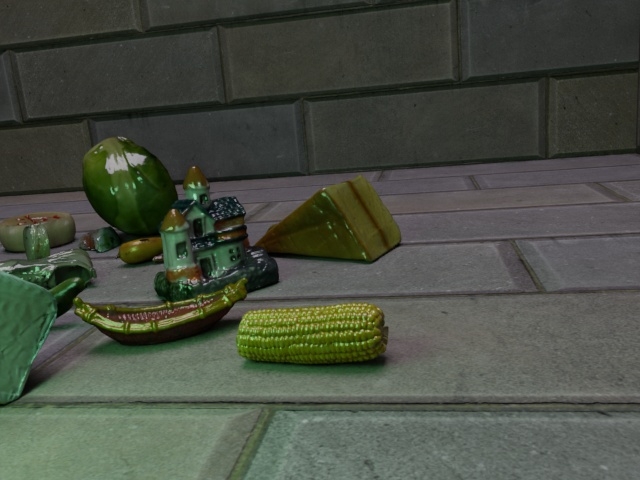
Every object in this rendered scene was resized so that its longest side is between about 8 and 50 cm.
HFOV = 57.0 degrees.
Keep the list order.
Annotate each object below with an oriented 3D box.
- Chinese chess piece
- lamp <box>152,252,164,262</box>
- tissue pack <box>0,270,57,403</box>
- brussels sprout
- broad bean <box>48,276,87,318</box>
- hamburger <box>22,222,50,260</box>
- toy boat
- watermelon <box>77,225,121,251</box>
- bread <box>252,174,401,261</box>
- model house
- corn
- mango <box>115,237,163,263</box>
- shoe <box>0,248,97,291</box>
[{"bbox_3d":[-1.001,-0.032,2.091,0.249,0.103,0.250,-3,14,1],"label":"Chinese chess piece"},{"bbox_3d":[-0.434,0.046,1.688,0.063,0.031,0.083,2,10,24],"label":"lamp"},{"bbox_3d":[-0.685,0.111,0.897,0.404,0.205,0.332,0,-22,28],"label":"tissue pack"},{"bbox_3d":[-0.653,-0.186,2.036,0.275,0.371,0.315,-36,0,-1],"label":"brussels sprout"},{"bbox_3d":[-0.628,0.124,1.181,0.291,0.144,0.049,8,16,-15],"label":"broad bean"},{"bbox_3d":[-0.855,0.013,1.773,0.062,0.133,0.140,-4,19,-36],"label":"hamburger"},{"bbox_3d":[-0.288,0.135,1.103,0.317,0.099,0.141,-6,12,-17],"label":"toy boat"},{"bbox_3d":[-0.745,-0.007,1.962,0.139,0.071,0.187,-10,14,-2],"label":"watermelon"},{"bbox_3d":[0.000,0.000,1.669,0.361,0.245,0.233,-33,-3,35],"label":"bread"},{"bbox_3d":[-0.258,-0.025,1.365,0.271,0.301,0.190,-14,8,-31],"label":"model house"},{"bbox_3d":[-0.016,0.150,0.935,0.244,0.094,0.093,-6,12,15],"label":"corn"},{"bbox_3d":[-0.500,0.025,1.706,0.187,0.066,0.101,-18,-2,-36],"label":"mango"},{"bbox_3d":[-0.686,0.092,1.442,0.274,0.103,0.098,-18,31,-37],"label":"shoe"}]
